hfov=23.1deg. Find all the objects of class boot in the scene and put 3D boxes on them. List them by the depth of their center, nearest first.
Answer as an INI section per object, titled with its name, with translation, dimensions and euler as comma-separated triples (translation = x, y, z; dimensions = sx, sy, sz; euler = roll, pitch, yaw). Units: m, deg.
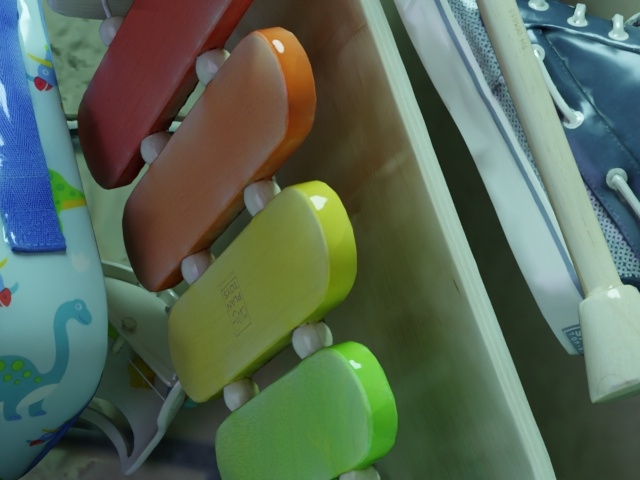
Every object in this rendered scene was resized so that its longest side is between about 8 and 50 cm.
[boot]
translation = 0.088, -0.059, 0.553
dimensions = 0.086, 0.069, 0.190
euler = -28, 71, 13

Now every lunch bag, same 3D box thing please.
[lunch bag]
translation = -0.165, -0.012, 0.674
dimensions = 0.176, 0.090, 0.219
euler = -44, 56, 49

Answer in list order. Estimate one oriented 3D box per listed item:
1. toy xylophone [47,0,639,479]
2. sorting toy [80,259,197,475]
[toy xylophone]
translation = 0.000, 0.000, 0.542
dimensions = 0.322, 0.081, 0.236
euler = 67, 152, 20
[sorting toy]
translation = -0.084, 0.060, 0.679
dimensions = 0.083, 0.045, 0.075
euler = 43, 119, 30
